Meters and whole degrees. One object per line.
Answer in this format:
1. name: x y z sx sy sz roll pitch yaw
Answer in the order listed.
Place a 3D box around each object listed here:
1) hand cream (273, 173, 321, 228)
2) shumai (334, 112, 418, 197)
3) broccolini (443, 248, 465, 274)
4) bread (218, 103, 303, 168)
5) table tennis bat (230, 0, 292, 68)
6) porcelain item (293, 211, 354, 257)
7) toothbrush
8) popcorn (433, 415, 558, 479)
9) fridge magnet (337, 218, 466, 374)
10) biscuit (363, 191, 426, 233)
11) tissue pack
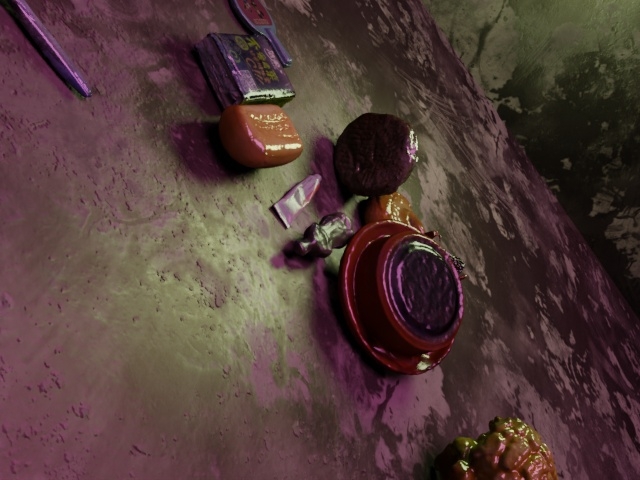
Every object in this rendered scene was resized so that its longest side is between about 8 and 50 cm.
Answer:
1. hand cream: -0.045 -0.097 1.764 0.052 0.038 0.216 35 37 3
2. shumai: 0.174 -0.193 2.016 0.204 0.222 0.271 38 27 -42
3. broccolini: 0.320 0.032 2.224 0.203 0.068 0.091 37 21 -11
4. bread: -0.131 -0.216 1.658 0.217 0.098 0.147 -10 73 -62
5. table tennis bat: -0.148 -0.538 1.985 0.244 0.040 0.153 57 28 2
6. porcelain item: 0.000 0.000 1.707 0.216 0.069 0.081 -31 103 -62
7. toothbrush: -0.511 -0.405 1.290 0.413 0.042 0.035 54 29 -16
8. popcorn: 0.375 0.503 1.678 0.270 0.258 0.224 26 37 -57
9. fridge magnet: 0.190 0.122 1.783 0.364 0.155 0.363 15 65 -36
10. biscuit: 0.203 -0.010 2.018 0.213 0.091 0.274 -5 71 -61
11. tissue pack: -0.166 -0.377 1.771 0.173 0.073 0.235 62 29 2
